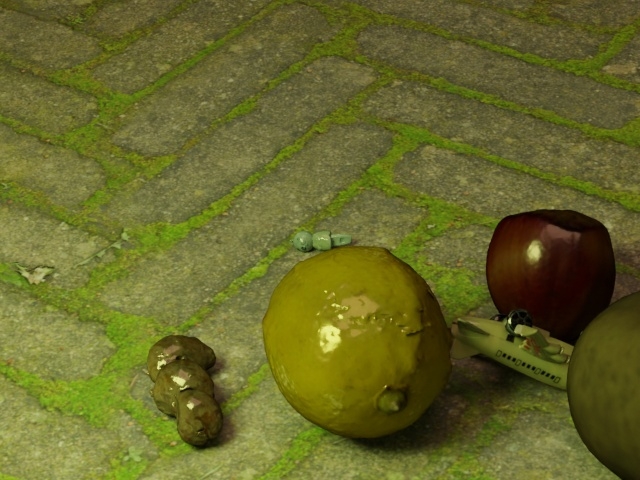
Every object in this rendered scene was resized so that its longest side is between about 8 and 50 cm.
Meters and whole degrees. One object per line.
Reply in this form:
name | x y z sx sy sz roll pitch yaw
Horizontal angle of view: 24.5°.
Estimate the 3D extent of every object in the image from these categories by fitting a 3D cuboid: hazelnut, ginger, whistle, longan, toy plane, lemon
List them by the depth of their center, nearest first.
longan | 0.478 0.195 1.859 0.350 0.288 0.288 14 39 41
lemon | 0.047 0.134 2.001 0.261 0.260 0.284 0 39 7
toy plane | 0.284 0.148 2.043 0.244 0.229 0.092 13 76 -13
ginger | -0.188 0.207 2.068 0.104 0.080 0.204 -6 34 -11
hazelnut | 0.338 0.055 2.145 0.208 0.208 0.208 -3 36 2
whistle | 0.000 0.000 2.362 0.100 0.035 0.035 -3 36 2
